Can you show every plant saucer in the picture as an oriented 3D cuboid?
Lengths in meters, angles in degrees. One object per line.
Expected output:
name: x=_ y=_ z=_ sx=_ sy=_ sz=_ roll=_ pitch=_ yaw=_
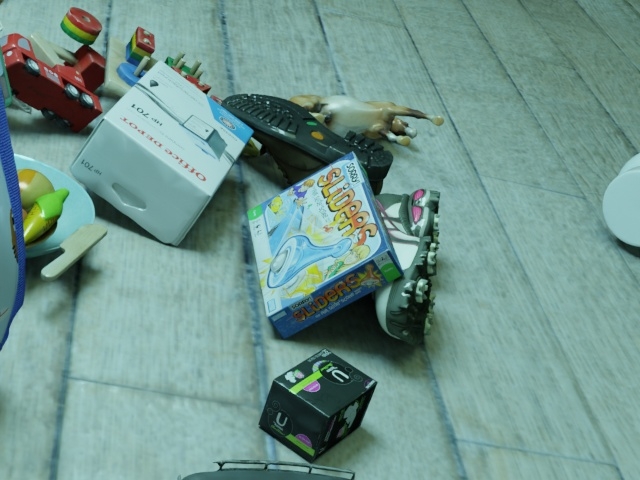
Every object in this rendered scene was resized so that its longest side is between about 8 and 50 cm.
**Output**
plant saucer: x=-0.318 y=-0.028 z=1.135 sx=0.194 sy=0.037 sz=0.195 roll=15 pitch=27 yaw=-8

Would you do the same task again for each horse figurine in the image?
horse figurine: x=0.031 y=-0.152 z=1.520 sx=0.263 sy=0.066 sz=0.174 roll=-4 pitch=15 yaw=-23

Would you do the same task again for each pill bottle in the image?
pill bottle: x=0.474 y=-0.067 z=1.594 sx=0.131 sy=0.131 sz=0.229 roll=33 pitch=31 yaw=25

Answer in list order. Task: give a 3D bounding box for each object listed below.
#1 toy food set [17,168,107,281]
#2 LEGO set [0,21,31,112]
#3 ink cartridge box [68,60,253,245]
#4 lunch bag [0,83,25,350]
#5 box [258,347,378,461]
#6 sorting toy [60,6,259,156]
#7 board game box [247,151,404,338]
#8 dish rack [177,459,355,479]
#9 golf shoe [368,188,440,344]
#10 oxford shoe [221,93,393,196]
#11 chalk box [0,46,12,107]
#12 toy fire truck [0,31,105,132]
toy food set: x=-0.300 y=-0.035 z=1.076 sx=0.192 sy=0.039 sz=0.132 roll=22 pitch=28 yaw=5
LEGO set: x=-0.452 y=-0.205 z=1.385 sx=0.182 sy=0.060 sz=0.244 roll=-10 pitch=37 yaw=-23
ink cartridge box: x=-0.167 y=-0.098 z=1.272 sx=0.139 sy=0.082 sz=0.191 roll=37 pitch=26 yaw=-8
lunch bag: x=-0.372 y=-0.025 z=0.769 sx=0.238 sy=0.386 sz=0.328 roll=-2 pitch=20 yaw=25
box: x=-0.002 y=0.141 z=1.014 sx=0.062 sy=0.052 sz=0.083 roll=31 pitch=29 yaw=22
sorting toy: x=-0.183 y=-0.196 z=1.423 sx=0.274 sy=0.046 sz=0.132 roll=27 pitch=25 yaw=-23
board game box: x=0.000 y=0.000 z=1.194 sx=0.035 sy=0.136 sz=0.201 roll=56 pitch=9 yaw=-32
dish rack: x=0.004 y=0.239 z=0.820 sx=0.208 sy=0.074 sz=0.271 roll=10 pitch=29 yaw=-19
golf shoe: x=0.065 y=0.028 z=1.234 sx=0.120 sy=0.105 sz=0.273 roll=4 pitch=22 yaw=5
oxford shoe: x=-0.030 y=-0.101 z=1.381 sx=0.227 sy=0.096 sz=0.082 roll=32 pitch=35 yaw=22
chalk box: x=-0.405 y=-0.177 z=1.170 sx=0.213 sy=0.132 sz=0.132 roll=16 pitch=38 yaw=31
toy fire truck: x=-0.311 y=-0.197 z=1.363 sx=0.192 sy=0.047 sz=0.135 roll=32 pitch=27 yaw=-51
